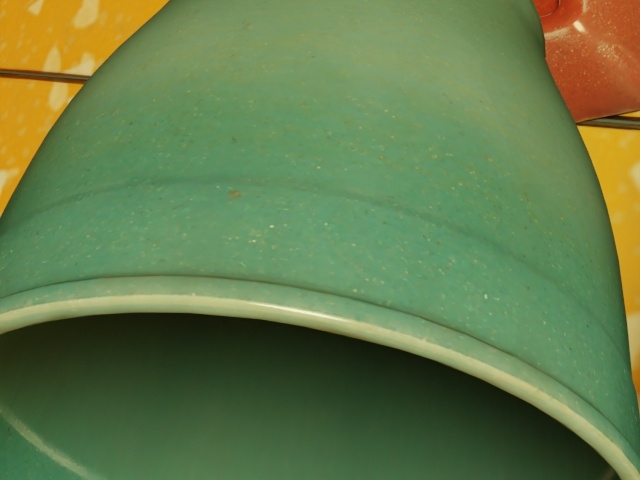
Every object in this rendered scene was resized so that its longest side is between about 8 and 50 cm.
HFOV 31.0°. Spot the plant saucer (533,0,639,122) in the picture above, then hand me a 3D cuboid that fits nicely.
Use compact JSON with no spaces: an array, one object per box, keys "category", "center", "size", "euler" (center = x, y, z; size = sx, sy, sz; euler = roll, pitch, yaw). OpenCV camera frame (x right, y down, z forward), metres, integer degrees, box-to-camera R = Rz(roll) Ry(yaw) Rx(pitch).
[{"category":"plant saucer","center":[0.059,-0.174,0.659],"size":[0.259,0.048,0.258],"euler":[-10,63,32]}]

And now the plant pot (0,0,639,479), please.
[{"category":"plant pot","center":[0.000,0.000,0.489],"size":[0.271,0.271,0.255],"euler":[-14,47,29]}]
